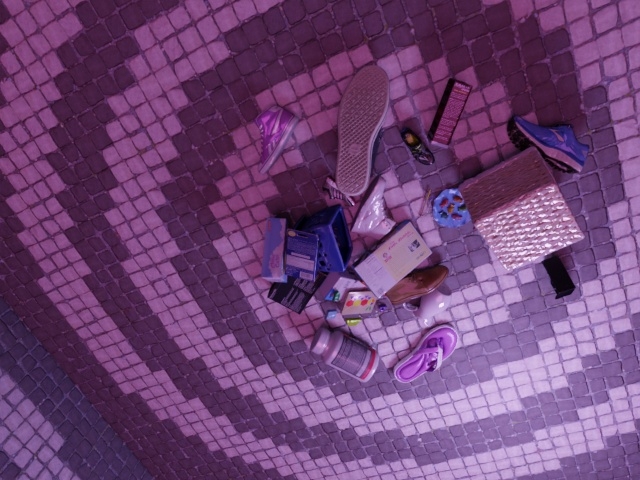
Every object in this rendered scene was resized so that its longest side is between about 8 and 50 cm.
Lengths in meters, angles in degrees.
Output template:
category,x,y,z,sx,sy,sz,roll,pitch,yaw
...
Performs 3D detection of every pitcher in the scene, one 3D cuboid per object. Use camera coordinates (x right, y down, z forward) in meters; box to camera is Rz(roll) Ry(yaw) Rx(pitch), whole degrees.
category,x,y,z,sx,sy,sz,roll,pitch,yaw
pitcher,0.500,0.283,1.981,0.178,0.125,0.207,27,126,2

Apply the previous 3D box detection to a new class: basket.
category,x,y,z,sx,sy,sz,roll,pitch,yaw
basket,0.767,-0.114,1.642,0.332,0.266,0.328,-29,120,28

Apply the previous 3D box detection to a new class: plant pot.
category,x,y,z,sx,sy,sz,roll,pitch,yaw
plant pot,0.000,0.000,1.845,0.212,0.236,0.235,-10,113,18

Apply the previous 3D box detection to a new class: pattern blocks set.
category,x,y,z,sx,sy,sz,roll,pitch,yaw
pattern blocks set,0.186,0.287,1.981,0.325,0.026,0.285,9,118,-31

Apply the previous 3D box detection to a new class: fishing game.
category,x,y,z,sx,sy,sz,roll,pitch,yaw
fishing game,0.577,-0.136,1.822,0.264,0.041,0.189,17,117,-2

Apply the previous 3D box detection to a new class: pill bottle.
category,x,y,z,sx,sy,sz,roll,pitch,yaw
pill bottle,0.115,0.560,2.109,0.319,0.176,0.176,29,114,-7

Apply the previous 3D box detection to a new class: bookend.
category,x,y,z,sx,sy,sz,roll,pitch,yaw
bookend,1.048,0.166,1.878,0.073,0.156,0.157,-24,66,16

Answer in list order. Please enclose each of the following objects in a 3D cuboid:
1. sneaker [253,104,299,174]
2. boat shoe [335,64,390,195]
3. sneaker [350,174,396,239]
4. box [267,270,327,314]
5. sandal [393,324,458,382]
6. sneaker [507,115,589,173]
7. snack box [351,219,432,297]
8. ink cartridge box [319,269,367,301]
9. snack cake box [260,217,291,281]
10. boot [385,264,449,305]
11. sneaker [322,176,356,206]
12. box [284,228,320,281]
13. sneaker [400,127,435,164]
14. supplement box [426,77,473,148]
category,x,y,z,sx,sy,sz,roll,pitch,yaw
sneaker,-0.222,-0.422,1.752,0.161,0.102,0.282,30,103,-4
boat shoe,0.158,-0.428,1.678,0.187,0.156,0.499,10,103,7
sneaker,0.258,-0.134,1.827,0.169,0.108,0.292,20,124,-5
box,-0.109,0.195,2.009,0.185,0.103,0.261,29,114,-11
sandal,0.537,0.594,2.119,0.169,0.102,0.416,34,113,-9
sneaker,0.882,-0.396,1.641,0.330,0.130,0.147,30,91,-1
snack box,0.316,0.082,1.873,0.322,0.060,0.187,-40,106,-3
ink cartridge box,0.112,0.211,1.959,0.191,0.082,0.139,15,120,-38
snack cake box,-0.190,0.045,1.856,0.089,0.152,0.264,3,79,5
boot,0.433,0.185,1.927,0.306,0.112,0.115,-30,120,13
sneaker,0.077,-0.198,1.835,0.170,0.063,0.075,40,112,-6
box,-0.076,0.057,1.749,0.137,0.036,0.225,14,121,13
sneaker,0.390,-0.373,1.712,0.067,0.078,0.188,-39,106,20
supplement box,0.490,-0.488,1.622,0.073,0.130,0.239,16,116,-1
